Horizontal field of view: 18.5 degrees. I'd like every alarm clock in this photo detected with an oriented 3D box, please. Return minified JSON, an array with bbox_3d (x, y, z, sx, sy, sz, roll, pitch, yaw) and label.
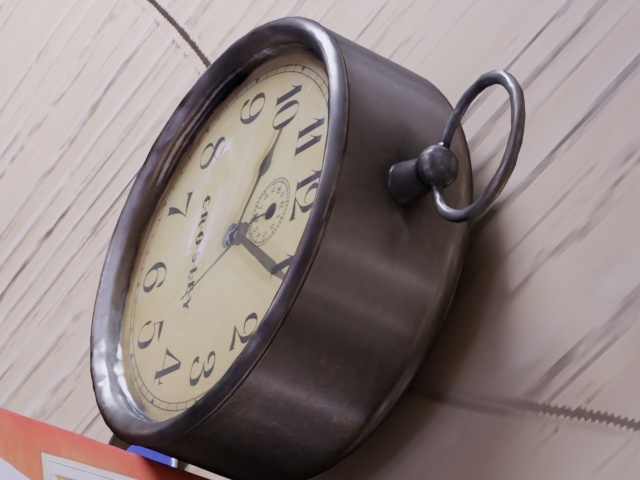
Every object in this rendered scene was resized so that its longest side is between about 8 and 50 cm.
[{"bbox_3d":[0.000,0.000,0.548,0.192,0.064,0.129,-30,44,54],"label":"alarm clock"}]

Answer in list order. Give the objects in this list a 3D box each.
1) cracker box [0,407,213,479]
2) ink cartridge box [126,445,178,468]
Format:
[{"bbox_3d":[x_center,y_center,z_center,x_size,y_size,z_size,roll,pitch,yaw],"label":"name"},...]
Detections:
[{"bbox_3d":[-0.070,0.146,0.457,0.067,0.156,0.232,-51,29,29],"label":"cracker box"},{"bbox_3d":[-0.115,0.186,0.637,0.223,0.045,0.224,-49,31,34],"label":"ink cartridge box"}]
